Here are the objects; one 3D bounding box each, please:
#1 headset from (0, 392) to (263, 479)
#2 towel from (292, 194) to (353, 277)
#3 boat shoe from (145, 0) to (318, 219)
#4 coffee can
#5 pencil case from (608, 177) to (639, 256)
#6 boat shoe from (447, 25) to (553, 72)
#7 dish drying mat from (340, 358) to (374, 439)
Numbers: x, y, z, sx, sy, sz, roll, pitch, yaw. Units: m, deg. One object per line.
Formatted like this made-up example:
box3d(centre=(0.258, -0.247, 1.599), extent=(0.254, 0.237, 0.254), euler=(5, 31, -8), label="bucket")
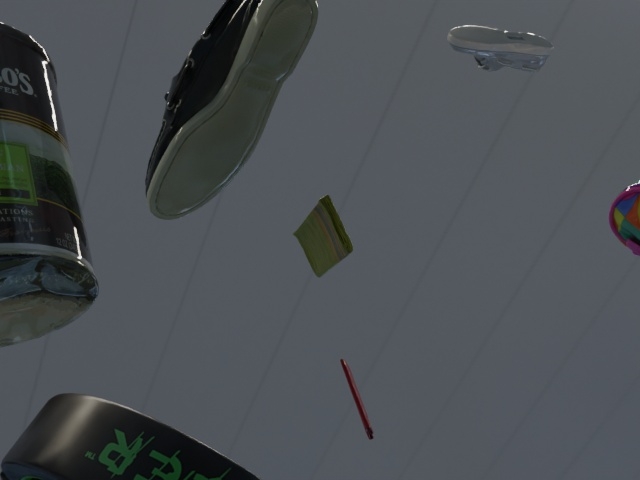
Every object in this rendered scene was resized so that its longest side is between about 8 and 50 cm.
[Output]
box3d(centre=(-0.097, 0.240, 0.538), extent=(0.243, 0.185, 0.394), euler=(29, -30, 8), label="headset")
box3d(centre=(0.000, 0.000, 1.420), extent=(0.021, 0.102, 0.237), euler=(-22, -7, -17), label="towel")
box3d(centre=(-0.137, -0.187, 1.050), extent=(0.127, 0.113, 0.340), euler=(5, -58, -50), label="boat shoe")
box3d(centre=(-0.349, -0.054, 0.838), extent=(0.201, 0.275, 0.201), euler=(-16, -25, -7), label="coffee can")
box3d(centre=(0.407, -0.057, 0.877), extent=(0.236, 0.104, 0.104), euler=(-28, -47, -31), label="pencil case")
box3d(centre=(0.278, -0.296, 1.309), extent=(0.184, 0.066, 0.063), euler=(-4, -51, -27), label="boat shoe")
box3d(centre=(0.039, 0.164, 0.862), extent=(0.008, 0.083, 0.032), euler=(-22, -38, 2), label="dish drying mat")
